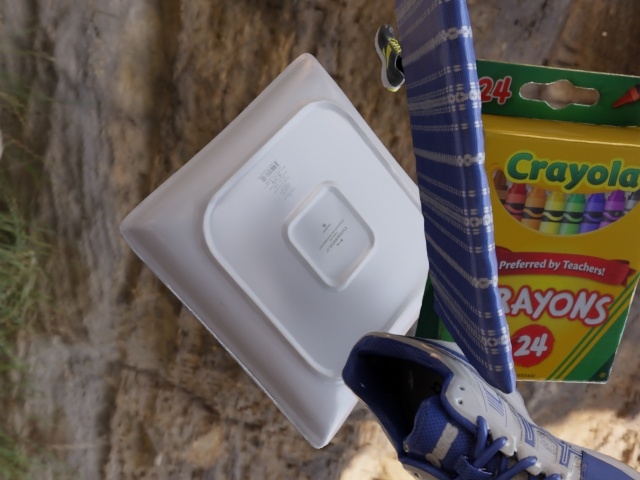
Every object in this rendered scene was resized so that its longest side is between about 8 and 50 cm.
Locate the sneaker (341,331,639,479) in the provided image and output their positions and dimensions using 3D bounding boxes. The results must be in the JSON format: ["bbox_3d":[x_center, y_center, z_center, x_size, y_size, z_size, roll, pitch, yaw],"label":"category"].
[{"bbox_3d":[0.117,0.162,0.586,0.296,0.131,0.112,36,-79,50],"label":"sneaker"}]

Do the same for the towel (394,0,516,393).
[{"bbox_3d":[0.093,-0.088,0.611,0.243,0.040,0.336,-87,169,-83],"label":"towel"}]

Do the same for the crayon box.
[{"bbox_3d":[0.222,-0.011,0.870,0.081,0.202,0.318,-109,-156,-65],"label":"crayon box"}]

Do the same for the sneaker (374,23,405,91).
[{"bbox_3d":[0.089,-0.219,1.017,0.035,0.031,0.083,-25,-109,53],"label":"sneaker"}]

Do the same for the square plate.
[{"bbox_3d":[0.000,0.000,1.009,0.347,0.344,0.049,-49,-163,-30],"label":"square plate"}]
